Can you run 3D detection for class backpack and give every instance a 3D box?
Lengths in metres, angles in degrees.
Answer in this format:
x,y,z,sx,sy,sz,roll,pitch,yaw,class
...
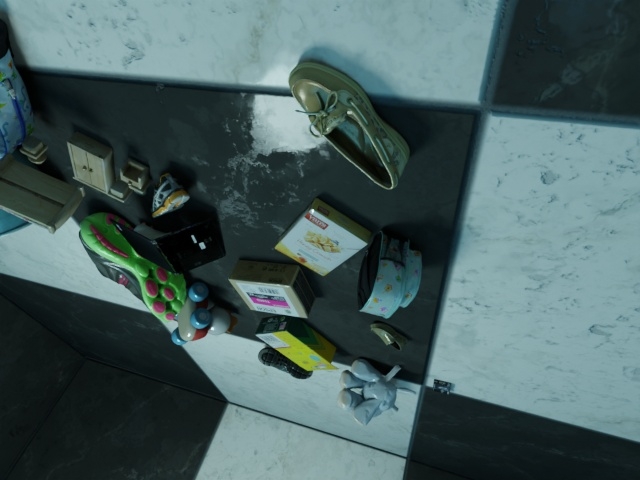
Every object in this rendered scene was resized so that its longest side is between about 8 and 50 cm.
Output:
x,y,z,sx,sy,sz,roll,pitch,yaw,class
0.166,0.098,1.064,0.144,0.188,0.166,23,145,-2,backpack
-0.834,-0.346,0.987,0.290,0.273,0.355,18,158,-6,backpack

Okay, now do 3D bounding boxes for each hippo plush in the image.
x,y,z,sx,sy,sz,roll,pitch,yaw,class
0.220,0.614,1.770,0.294,0.234,0.236,-33,152,2,hippo plush

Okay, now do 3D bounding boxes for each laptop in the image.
x,y,z,sx,sy,sz,roll,pitch,yaw,class
-0.459,-0.005,1.318,0.264,0.137,0.234,-23,154,-12,laptop

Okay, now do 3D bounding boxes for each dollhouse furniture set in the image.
x,y,z,sx,sy,sz,roll,pitch,yaw,class
-0.674,-0.088,1.122,0.303,0.356,0.174,25,146,-7,dollhouse furniture set

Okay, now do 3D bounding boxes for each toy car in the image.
x,y,z,sx,sy,sz,roll,pitch,yaw,class
-0.448,0.302,1.721,0.238,0.210,0.219,12,141,-39,toy car

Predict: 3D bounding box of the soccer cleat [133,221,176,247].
x,y,z,sx,sy,sz,roll,pitch,yaw,class
-0.527,0.002,1.407,0.196,0.076,0.068,17,145,7,soccer cleat

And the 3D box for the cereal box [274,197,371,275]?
x,y,z,sx,sy,sz,roll,pitch,yaw,class
0.000,0.000,1.145,0.173,0.047,0.240,31,145,-13,cereal box

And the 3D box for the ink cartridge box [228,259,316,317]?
x,y,z,sx,sy,sz,roll,pitch,yaw,class
-0.157,0.161,1.412,0.234,0.088,0.193,3,140,24,ink cartridge box

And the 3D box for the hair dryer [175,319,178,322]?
x,y,z,sx,sy,sz,roll,pitch,yaw,class
-0.628,0.303,1.836,0.223,0.080,0.293,18,161,35,hair dryer

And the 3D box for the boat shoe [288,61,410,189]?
x,y,z,sx,sy,sz,roll,pitch,yaw,class
0.054,-0.211,0.794,0.285,0.089,0.104,35,144,-18,boat shoe

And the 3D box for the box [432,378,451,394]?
x,y,z,sx,sy,sz,roll,pitch,yaw,class
0.482,0.582,1.694,0.067,0.018,0.083,10,143,18,box

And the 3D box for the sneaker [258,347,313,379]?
x,y,z,sx,sy,sz,roll,pitch,yaw,class
-0.159,0.555,1.962,0.267,0.101,0.106,25,167,-7,sneaker

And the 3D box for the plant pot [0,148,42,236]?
x,y,z,sx,sy,sz,roll,pitch,yaw,class
-0.973,-0.178,1.268,0.271,0.272,0.255,3,126,25,plant pot

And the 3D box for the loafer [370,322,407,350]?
x,y,z,sx,sy,sz,roll,pitch,yaw,class
0.233,0.329,1.459,0.148,0.050,0.056,29,145,-10,loafer

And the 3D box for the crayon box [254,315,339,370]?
x,y,z,sx,sy,sz,roll,pitch,yaw,class
-0.083,0.421,1.728,0.202,0.081,0.318,-17,129,43,crayon box

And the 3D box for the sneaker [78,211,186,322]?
x,y,z,sx,sy,sz,roll,pitch,yaw,class
-0.669,0.097,1.544,0.202,0.185,0.483,-5,126,44,sneaker

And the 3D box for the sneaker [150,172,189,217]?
x,y,z,sx,sy,sz,roll,pitch,yaw,class
-0.432,-0.125,1.197,0.215,0.084,0.083,-20,99,51,sneaker
